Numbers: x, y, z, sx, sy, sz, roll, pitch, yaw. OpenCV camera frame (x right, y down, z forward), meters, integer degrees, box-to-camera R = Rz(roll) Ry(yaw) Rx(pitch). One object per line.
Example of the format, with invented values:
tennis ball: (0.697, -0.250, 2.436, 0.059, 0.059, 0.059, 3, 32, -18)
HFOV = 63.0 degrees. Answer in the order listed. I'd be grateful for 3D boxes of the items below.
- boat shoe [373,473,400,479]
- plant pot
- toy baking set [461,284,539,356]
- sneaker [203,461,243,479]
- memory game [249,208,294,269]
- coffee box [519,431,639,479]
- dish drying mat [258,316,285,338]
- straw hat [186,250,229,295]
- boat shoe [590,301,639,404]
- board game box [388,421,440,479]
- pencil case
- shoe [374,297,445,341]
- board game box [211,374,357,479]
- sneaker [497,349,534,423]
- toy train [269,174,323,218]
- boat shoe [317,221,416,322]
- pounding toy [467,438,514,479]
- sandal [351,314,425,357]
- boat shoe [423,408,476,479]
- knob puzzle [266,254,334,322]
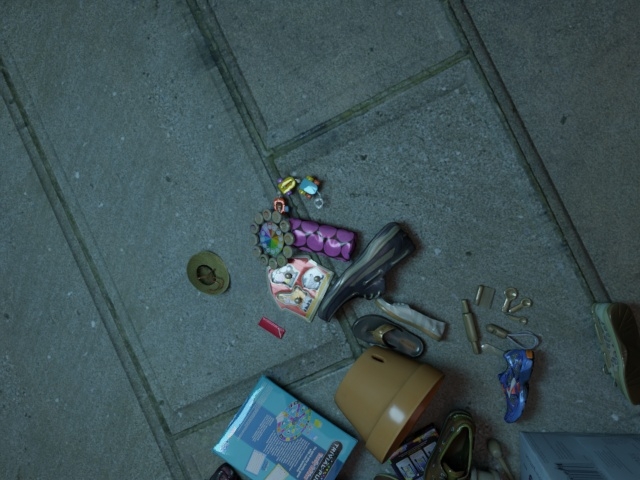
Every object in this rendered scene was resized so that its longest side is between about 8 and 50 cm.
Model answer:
boat shoe: (0.218, 0.727, 1.491, 0.178, 0.060, 0.064, 11, 120, 42)
plant pot: (0.175, 0.427, 1.435, 0.203, 0.291, 0.291, 34, 96, 24)
toy baking set: (0.511, 0.248, 1.486, 0.197, 0.030, 0.256, -9, 90, 9)
sneaker: (-0.239, 0.750, 1.580, 0.281, 0.106, 0.162, -14, 86, 10)
memory game: (-0.148, -0.004, 1.546, 0.186, 0.012, 0.186, 10, 105, 39)
coffee box: (0.716, 0.709, 1.310, 0.338, 0.337, 0.334, -2, 92, 8)
dish drying mat: (-0.150, 0.268, 1.601, 0.083, 0.008, 0.032, 31, 97, 7)
straw hat: (-0.355, 0.111, 1.599, 0.061, 0.144, 0.144, -34, 85, 48)
boat shoe: (0.818, 0.302, 1.421, 0.105, 0.089, 0.285, -15, 92, -17)
board game box: (0.296, 0.637, 1.521, 0.170, 0.048, 0.141, -32, 88, 8)
pencil case: (0.000, 0.000, 1.533, 0.209, 0.095, 0.098, 16, 111, 10)
shoe: (0.259, 0.215, 1.505, 0.219, 0.076, 0.058, 29, 92, -1)
board game box: (-0.102, 0.595, 1.517, 0.336, 0.079, 0.253, 32, 74, 9)
sneaker: (0.541, 0.404, 1.466, 0.087, 0.083, 0.221, 11, 96, 26)
toy train: (-0.071, -0.130, 1.562, 0.166, 0.046, 0.125, -8, 91, 12)
boat shoe: (0.134, 0.110, 1.491, 0.130, 0.132, 0.355, 41, 97, 4)
pounding toy: (0.473, 0.705, 1.441, 0.155, 0.154, 0.269, 10, 93, 9)
sandal: (0.198, 0.283, 1.520, 0.219, 0.060, 0.090, 25, 95, 7)
boat shoe: (0.352, 0.623, 1.434, 0.111, 0.104, 0.307, 10, 94, 6)
knob puzzle: (-0.080, 0.130, 1.576, 0.213, 0.030, 0.213, 0, 92, 9)
